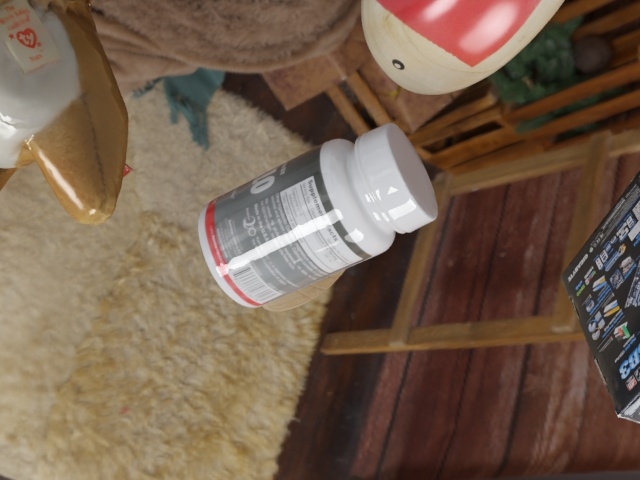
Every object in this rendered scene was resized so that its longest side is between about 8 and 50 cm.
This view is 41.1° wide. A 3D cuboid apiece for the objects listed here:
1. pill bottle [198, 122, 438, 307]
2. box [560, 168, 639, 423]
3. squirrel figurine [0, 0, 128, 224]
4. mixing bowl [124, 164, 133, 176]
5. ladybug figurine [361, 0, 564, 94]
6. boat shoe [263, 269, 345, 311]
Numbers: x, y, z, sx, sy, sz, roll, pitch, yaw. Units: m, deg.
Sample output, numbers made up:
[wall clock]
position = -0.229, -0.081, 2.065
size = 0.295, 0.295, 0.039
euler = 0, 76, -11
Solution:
[pill bottle]
position = -0.003, -0.034, 1.118
size = 0.161, 0.283, 0.161
euler = 49, 26, -35
[box]
position = 0.455, 0.040, 1.121
size = 0.073, 0.295, 0.293
euler = 18, 32, -16
[squirrel figurine]
position = -0.423, -0.188, 0.976
size = 0.281, 0.370, 0.396
euler = 27, 57, -41
[mixing bowl]
position = -0.462, -0.153, 1.639
size = 0.181, 0.181, 0.098
euler = 39, 88, -24
[ladybug figurine]
position = 0.205, -0.412, 1.171
size = 0.162, 0.449, 0.305
euler = 8, 33, -47
[boat shoe]
position = 0.000, 0.000, 1.377
size = 0.103, 0.285, 0.092
euler = 20, 31, -46
